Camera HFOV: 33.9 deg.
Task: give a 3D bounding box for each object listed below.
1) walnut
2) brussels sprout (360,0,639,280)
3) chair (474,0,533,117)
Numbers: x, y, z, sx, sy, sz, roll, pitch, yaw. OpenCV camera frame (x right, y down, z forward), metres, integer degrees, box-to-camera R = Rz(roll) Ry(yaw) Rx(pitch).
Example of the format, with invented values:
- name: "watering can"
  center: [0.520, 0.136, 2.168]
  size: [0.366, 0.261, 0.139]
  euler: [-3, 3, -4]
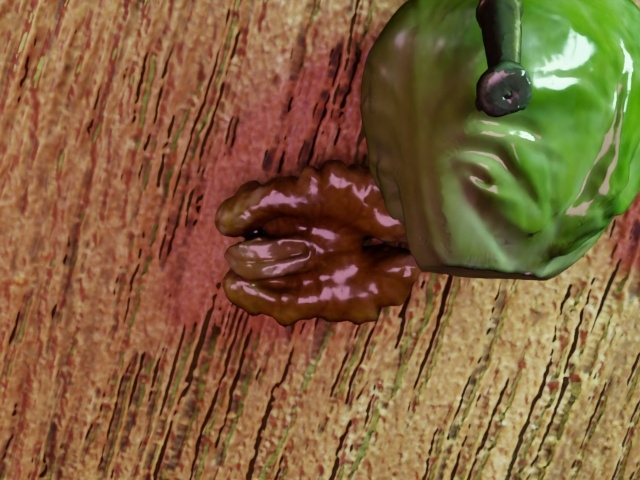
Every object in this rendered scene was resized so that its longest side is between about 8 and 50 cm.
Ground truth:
- name: "walnut"
  center: [0.000, 0.000, 0.877]
  size: [0.170, 0.069, 0.142]
  euler: [-2, 106, 3]
- name: "brussels sprout"
  center: [0.143, -0.088, 0.786]
  size: [0.244, 0.244, 0.244]
  euler: [0, 105, 1]
- name: "chair"
  center: [0.172, -0.360, 0.579]
  size: [0.365, 0.410, 0.361]
  euler: [-22, 116, 11]
